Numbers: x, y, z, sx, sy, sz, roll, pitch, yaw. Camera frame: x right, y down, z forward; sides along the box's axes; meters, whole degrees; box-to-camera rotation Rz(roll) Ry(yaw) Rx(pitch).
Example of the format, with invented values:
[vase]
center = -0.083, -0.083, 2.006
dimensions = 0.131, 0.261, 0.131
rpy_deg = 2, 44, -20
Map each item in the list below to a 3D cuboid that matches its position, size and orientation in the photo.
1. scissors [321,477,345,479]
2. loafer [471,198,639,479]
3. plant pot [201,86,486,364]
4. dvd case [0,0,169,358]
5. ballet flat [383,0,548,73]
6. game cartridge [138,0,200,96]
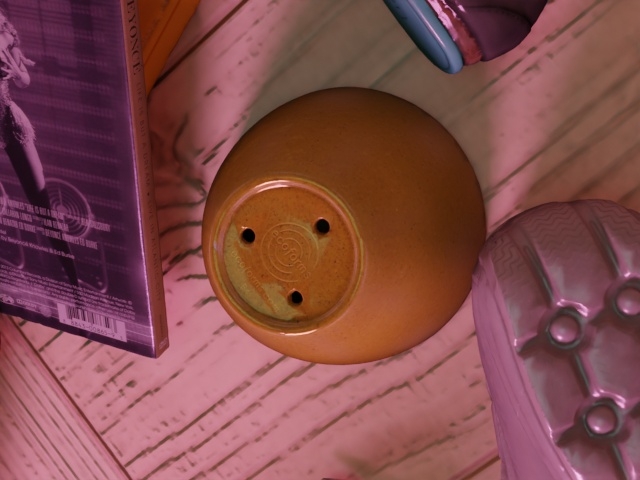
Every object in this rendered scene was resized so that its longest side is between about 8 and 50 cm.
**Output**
[scissors]
center = 0.129, 0.204, 0.513
dimensions = 0.297, 0.021, 0.109
rpy_deg = 15, 104, 13
[loafer]
center = 0.142, 0.137, 0.448
dimensions = 0.112, 0.111, 0.319
rpy_deg = -15, 86, 3
[plant pot]
center = 0.000, 0.000, 0.483
dimensions = 0.134, 0.095, 0.134
rpy_deg = 3, 100, 17
[dvd case]
center = -0.152, -0.057, 0.515
dimensions = 0.165, 0.018, 0.221
rpy_deg = 13, 123, 23
[ballet flat]
center = 0.002, -0.192, 0.428
dimensions = 0.096, 0.095, 0.280
rpy_deg = -44, 114, 3
[game cartridge]
center = -0.176, -0.234, 0.526
dimensions = 0.324, 0.053, 0.285
rpy_deg = 34, 106, 10
